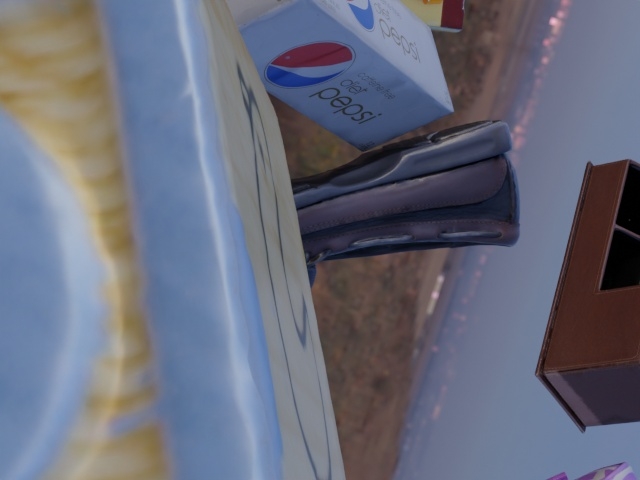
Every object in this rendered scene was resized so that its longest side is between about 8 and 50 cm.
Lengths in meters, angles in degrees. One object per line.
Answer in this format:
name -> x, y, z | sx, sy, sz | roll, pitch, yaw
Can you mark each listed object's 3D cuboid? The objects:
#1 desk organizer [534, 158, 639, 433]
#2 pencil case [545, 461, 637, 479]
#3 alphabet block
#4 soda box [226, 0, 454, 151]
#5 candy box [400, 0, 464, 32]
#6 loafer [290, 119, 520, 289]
desk organizer -> 0.144, 0.020, 0.636 | 0.047, 0.050, 0.130 | 49, 46, -33
pencil case -> 0.213, 0.251, 0.922 | 0.088, 0.086, 0.206 | 86, -18, -81
alphabet block -> -0.103, 0.032, 0.420 | 0.197, 0.193, 0.192 | 63, 17, -77
soda box -> 0.003, -0.125, 0.841 | 0.216, 0.074, 0.069 | 24, 48, -60
candy box -> 0.025, -0.308, 1.389 | 0.316, 0.087, 0.183 | 16, -79, 57
loafer -> 0.000, 0.000, 0.942 | 0.109, 0.302, 0.095 | -163, -124, -77
